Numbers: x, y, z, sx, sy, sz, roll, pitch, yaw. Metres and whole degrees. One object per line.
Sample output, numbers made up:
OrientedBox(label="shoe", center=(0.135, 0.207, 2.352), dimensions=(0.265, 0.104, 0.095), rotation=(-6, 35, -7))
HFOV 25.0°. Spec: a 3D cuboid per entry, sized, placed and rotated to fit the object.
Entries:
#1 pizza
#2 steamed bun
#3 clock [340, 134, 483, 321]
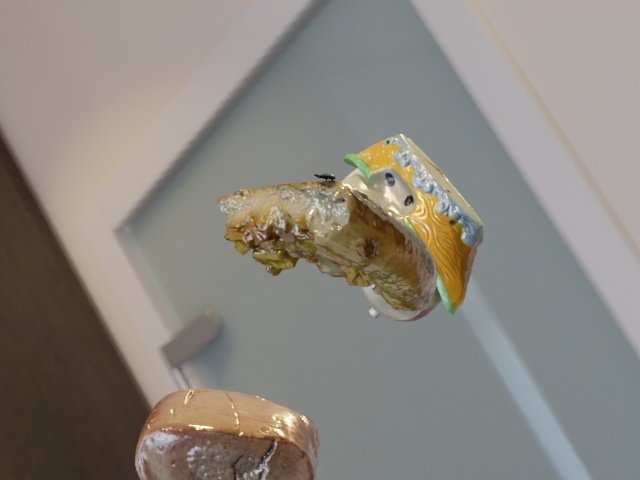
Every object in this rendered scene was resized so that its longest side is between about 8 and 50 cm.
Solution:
OrientedBox(label="pizza", center=(0.000, 0.000, 1.009), dimensions=(0.182, 0.161, 0.063), rotation=(53, -122, -74))
OrientedBox(label="steamed bun", center=(-0.088, 0.209, 1.399), dimensions=(0.175, 0.106, 0.145), rotation=(7, 11, -2))
OrientedBox(label="clock", center=(0.077, -0.007, 1.446), dimensions=(0.144, 0.231, 0.103), rotation=(-46, -42, 12))
